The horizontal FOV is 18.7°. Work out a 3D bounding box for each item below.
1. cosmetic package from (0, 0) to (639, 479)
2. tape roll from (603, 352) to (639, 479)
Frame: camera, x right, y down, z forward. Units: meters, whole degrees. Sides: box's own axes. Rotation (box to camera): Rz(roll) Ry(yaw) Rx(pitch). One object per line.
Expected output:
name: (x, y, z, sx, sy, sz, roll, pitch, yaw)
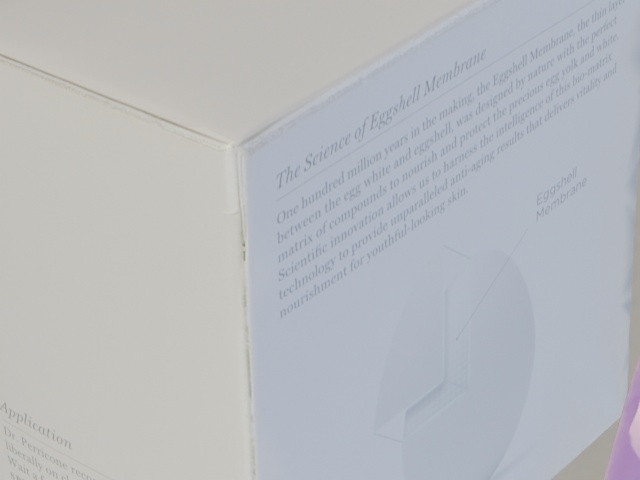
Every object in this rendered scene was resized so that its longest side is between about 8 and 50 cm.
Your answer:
cosmetic package: (0.000, 0.000, 0.685, 0.224, 0.138, 0.225, -33, 135, -41)
tape roll: (0.127, 0.044, 0.439, 0.189, 0.080, 0.189, -51, 150, -44)
